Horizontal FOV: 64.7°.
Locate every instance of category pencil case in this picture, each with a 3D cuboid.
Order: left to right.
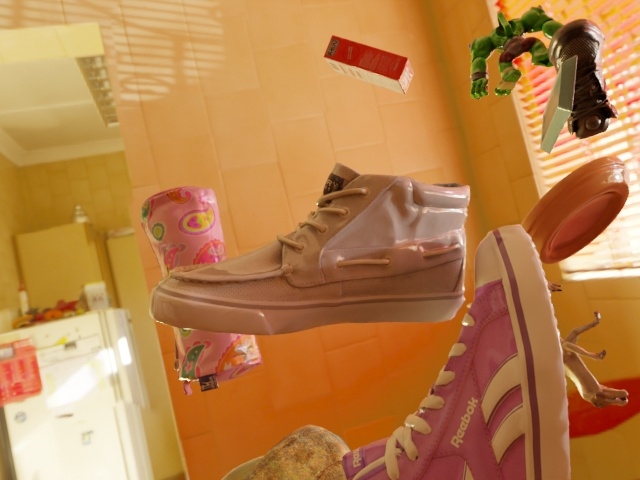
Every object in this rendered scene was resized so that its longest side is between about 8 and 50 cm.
[{"bbox_3d":[-0.175,0.067,0.727,0.124,0.284,0.124,-16,-11,-3],"label":"pencil case"}]

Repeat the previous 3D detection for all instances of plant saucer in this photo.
[{"bbox_3d":[0.308,-0.170,0.663,0.018,0.067,0.192,6,-4,19],"label":"plant saucer"},{"bbox_3d":[0.378,-0.033,0.749,0.200,0.037,0.200,-21,-39,-18],"label":"plant saucer"}]

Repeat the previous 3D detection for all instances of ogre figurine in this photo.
[{"bbox_3d":[0.354,-0.347,0.911,0.096,0.118,0.197,7,-31,-43],"label":"ogre figurine"}]

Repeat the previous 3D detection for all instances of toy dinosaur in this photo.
[{"bbox_3d":[0.207,0.089,0.492,0.053,0.093,0.183,-13,34,-34],"label":"toy dinosaur"}]

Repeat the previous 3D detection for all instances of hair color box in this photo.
[{"bbox_3d":[0.083,-0.300,0.864,0.141,0.043,0.072,24,5,18],"label":"hair color box"}]

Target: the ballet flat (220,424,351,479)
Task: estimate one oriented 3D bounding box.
[{"bbox_3d":[-0.109,0.301,0.474,0.348,0.123,0.123,-37,-4,-1],"label":"ballet flat"}]

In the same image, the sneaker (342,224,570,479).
[{"bbox_3d":[0.091,0.127,0.370,0.161,0.282,0.102,-2,-15,20],"label":"sneaker"}]

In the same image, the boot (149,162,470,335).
[{"bbox_3d":[0.000,0.000,0.401,0.258,0.123,0.095,-1,11,-21],"label":"boot"}]

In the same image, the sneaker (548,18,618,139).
[{"bbox_3d":[0.443,-0.258,0.843,0.087,0.130,0.227,-18,-30,20],"label":"sneaker"}]
